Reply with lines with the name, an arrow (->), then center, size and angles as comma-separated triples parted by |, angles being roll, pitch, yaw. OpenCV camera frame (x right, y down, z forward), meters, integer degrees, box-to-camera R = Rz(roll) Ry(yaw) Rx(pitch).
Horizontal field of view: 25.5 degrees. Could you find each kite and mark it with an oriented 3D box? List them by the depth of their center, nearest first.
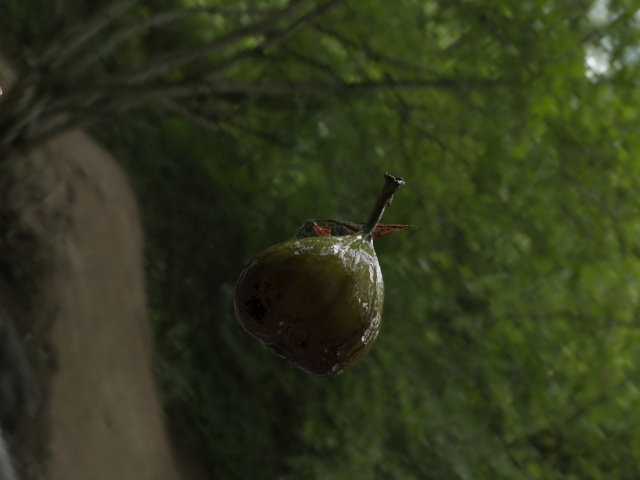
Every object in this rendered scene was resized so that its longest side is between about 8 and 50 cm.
kite -> 0.000, -0.001, 1.740 | 0.125, 0.222, 0.008 | -124, -167, -62

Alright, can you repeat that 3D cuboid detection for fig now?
fig -> 0.018, 0.037, 1.508 | 0.160, 0.231, 0.143 | 42, 12, -5

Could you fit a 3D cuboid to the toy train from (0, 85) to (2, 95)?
toy train -> -0.509, -0.211, 1.911 | 0.188, 0.099, 0.072 | 17, -40, 42
